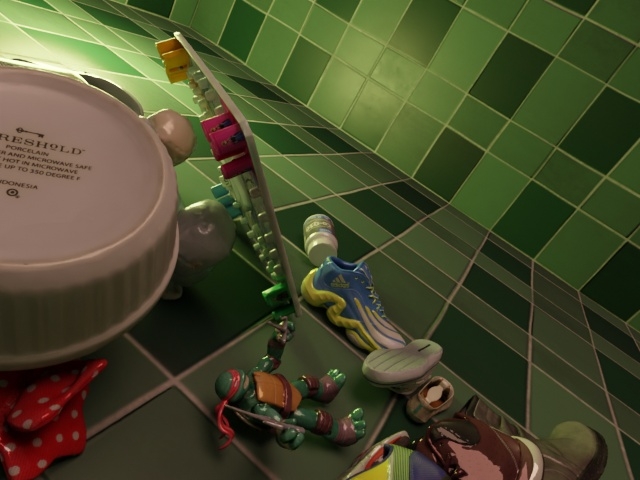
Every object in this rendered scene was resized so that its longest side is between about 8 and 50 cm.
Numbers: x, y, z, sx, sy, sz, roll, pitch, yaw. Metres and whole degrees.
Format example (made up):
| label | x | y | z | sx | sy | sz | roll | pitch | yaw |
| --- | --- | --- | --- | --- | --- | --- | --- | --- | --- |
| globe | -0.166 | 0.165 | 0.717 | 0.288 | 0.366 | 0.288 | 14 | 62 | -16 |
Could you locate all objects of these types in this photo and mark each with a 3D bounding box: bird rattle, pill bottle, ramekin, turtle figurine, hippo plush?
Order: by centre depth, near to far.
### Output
| label | x | y | z | sx | sy | sz | roll | pitch | yaw |
| --- | --- | --- | --- | --- | --- | --- | --- | --- | --- |
| ramekin | -0.257 | -0.034 | 0.391 | 0.273 | 0.127 | 0.272 | 15 | 51 | -20 |
| bird rattle | -0.341 | 0.121 | 0.402 | 0.207 | 0.143 | 0.253 | -18 | 65 | -46 |
| turtle figurine | -0.048 | 0.192 | 0.558 | 0.234 | 0.118 | 0.175 | 32 | 33 | -38 |
| hippo plush | -0.265 | -0.021 | 0.655 | 0.236 | 0.294 | 0.234 | 56 | 45 | -6 |
| pill bottle | 0.000 | 0.000 | 1.033 | 0.078 | 0.078 | 0.137 | 23 | 25 | -17 |

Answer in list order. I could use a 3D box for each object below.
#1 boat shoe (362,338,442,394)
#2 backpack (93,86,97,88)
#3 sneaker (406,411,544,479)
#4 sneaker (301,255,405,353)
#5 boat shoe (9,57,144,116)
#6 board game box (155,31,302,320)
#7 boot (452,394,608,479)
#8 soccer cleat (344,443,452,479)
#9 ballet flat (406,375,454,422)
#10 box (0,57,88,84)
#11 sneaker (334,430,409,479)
| label | x | y | z | sx | sy | sz | roll | pitch | yaw |
| --- | --- | --- | --- | --- | --- | --- | --- | --- | --- |
| boat shoe | 0.149 | 0.231 | 0.757 | 0.083 | 0.075 | 0.226 | 17 | 10 | 41 |
| backpack | -0.504 | -0.240 | 0.864 | 0.152 | 0.115 | 0.182 | -5 | 42 | -36 |
| sneaker | 0.164 | 0.331 | 0.528 | 0.163 | 0.106 | 0.281 | 29 | 38 | 13 |
| sneaker | 0.079 | 0.119 | 0.833 | 0.240 | 0.126 | 0.091 | 34 | 24 | 7 |
| boat shoe | -0.548 | -0.333 | 1.002 | 0.307 | 0.113 | 0.105 | 13 | 19 | -3 |
| board game box | -0.158 | -0.104 | 0.754 | 0.050 | 0.389 | 0.390 | -23 | 46 | -13 |
| boot | 0.345 | 0.341 | 0.742 | 0.223 | 0.118 | 0.338 | 36 | 19 | 24 |
| soccer cleat | 0.025 | 0.312 | 0.425 | 0.121 | 0.093 | 0.289 | 21 | 31 | 38 |
| ballet flat | 0.208 | 0.274 | 0.774 | 0.057 | 0.052 | 0.168 | 42 | 26 | 23 |
| box | -0.464 | -0.116 | 0.522 | 0.058 | 0.232 | 0.322 | 43 | 27 | 15 |
| sneaker | 0.074 | 0.307 | 0.563 | 0.158 | 0.061 | 0.064 | -15 | 62 | -47 |
